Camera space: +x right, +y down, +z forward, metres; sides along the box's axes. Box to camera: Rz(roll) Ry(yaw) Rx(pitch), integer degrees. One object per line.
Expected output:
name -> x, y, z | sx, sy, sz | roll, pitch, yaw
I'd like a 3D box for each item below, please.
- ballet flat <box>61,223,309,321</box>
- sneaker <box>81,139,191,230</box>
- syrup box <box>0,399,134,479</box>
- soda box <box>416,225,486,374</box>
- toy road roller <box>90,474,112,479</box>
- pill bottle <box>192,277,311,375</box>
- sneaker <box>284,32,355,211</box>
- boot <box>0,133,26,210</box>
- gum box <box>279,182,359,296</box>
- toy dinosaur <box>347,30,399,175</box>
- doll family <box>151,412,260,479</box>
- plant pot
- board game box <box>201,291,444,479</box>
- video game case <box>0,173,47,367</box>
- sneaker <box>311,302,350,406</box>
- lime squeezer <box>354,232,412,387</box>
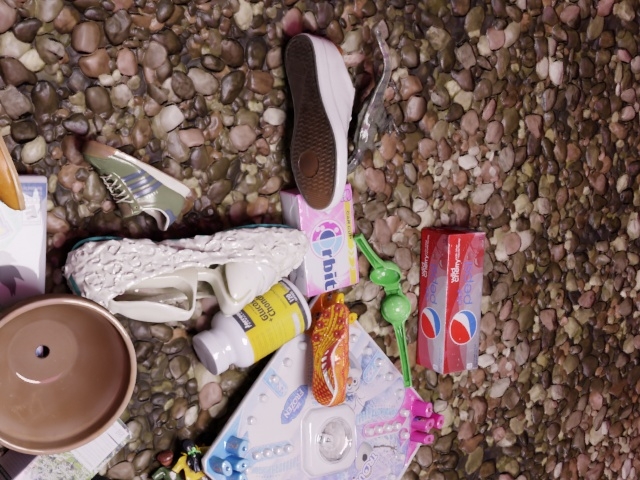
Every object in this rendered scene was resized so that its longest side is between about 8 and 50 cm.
ballet flat -> -0.196, 0.065, 1.735 | 0.408, 0.147, 0.147 | -4, 102, -27
sneaker -> -0.289, -0.078, 1.699 | 0.192, 0.064, 0.086 | 27, 79, -36
syrup box -> -0.408, 0.337, 1.684 | 0.237, 0.096, 0.093 | -45, 118, -16
soda box -> 0.240, 0.108, 2.061 | 0.092, 0.083, 0.263 | -4, 101, -33
toy road roller -> -0.278, 0.521, 1.656 | 0.202, 0.240, 0.330 | -50, 124, -43
pill bottle -> -0.114, 0.144, 1.831 | 0.184, 0.103, 0.103 | -30, 114, -25
sneaker -> 0.020, -0.193, 1.832 | 0.123, 0.106, 0.290 | -2, 88, -51
boot -> -0.550, -0.131, 1.504 | 0.211, 0.104, 0.295 | -30, 103, -19
gum box -> 0.000, 0.000, 1.900 | 0.107, 0.062, 0.188 | -14, 106, -30
toy dinosaur -> 0.096, -0.226, 1.899 | 0.118, 0.064, 0.268 | -23, 132, -60
doll family -> -0.184, 0.358, 1.847 | 0.193, 0.076, 0.111 | -24, 102, -34
plant pot -> -0.393, 0.178, 1.601 | 0.237, 0.109, 0.237 | -8, 110, -23
board game box -> 0.025, 0.350, 1.945 | 0.390, 0.050, 0.390 | 51, 60, -29
video game case -> -0.553, 0.055, 1.574 | 0.329, 0.036, 0.300 | -2, 100, -32
sneaker -> 0.021, 0.192, 1.877 | 0.067, 0.064, 0.175 | 11, 87, -62
lime squeezer -> 0.127, 0.105, 1.978 | 0.058, 0.110, 0.310 | -17, 111, 4
